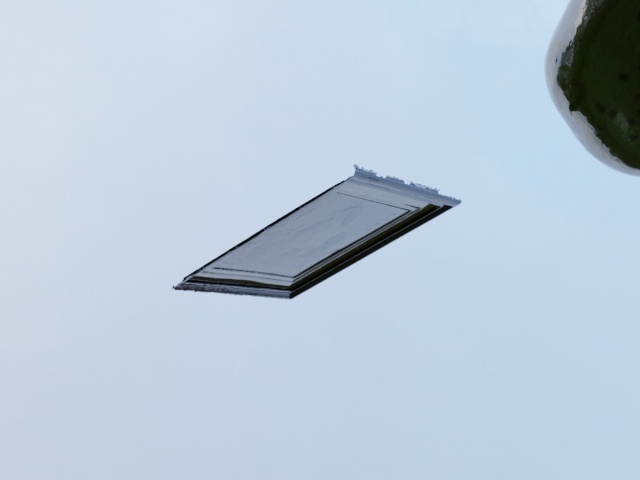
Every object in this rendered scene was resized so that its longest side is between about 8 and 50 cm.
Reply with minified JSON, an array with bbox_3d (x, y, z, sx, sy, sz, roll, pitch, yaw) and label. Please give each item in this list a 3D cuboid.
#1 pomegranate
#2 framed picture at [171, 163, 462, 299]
[{"bbox_3d":[0.257,-0.144,0.962,0.182,0.224,0.181,-2,-69,-5],"label":"pomegranate"},{"bbox_3d":[0.000,0.000,1.039,0.195,0.199,0.010,-30,-109,24],"label":"framed picture"}]
